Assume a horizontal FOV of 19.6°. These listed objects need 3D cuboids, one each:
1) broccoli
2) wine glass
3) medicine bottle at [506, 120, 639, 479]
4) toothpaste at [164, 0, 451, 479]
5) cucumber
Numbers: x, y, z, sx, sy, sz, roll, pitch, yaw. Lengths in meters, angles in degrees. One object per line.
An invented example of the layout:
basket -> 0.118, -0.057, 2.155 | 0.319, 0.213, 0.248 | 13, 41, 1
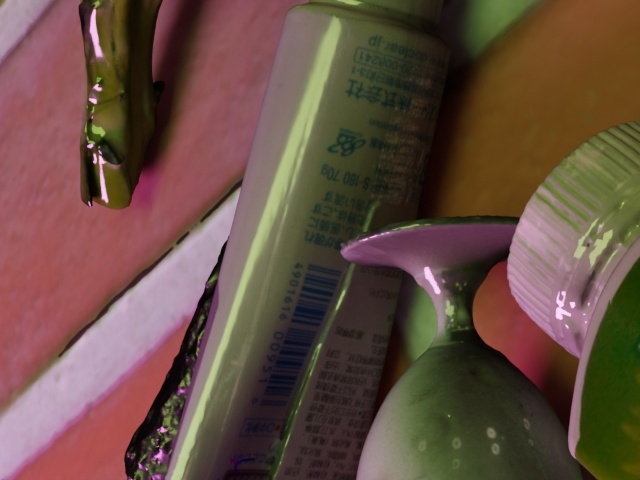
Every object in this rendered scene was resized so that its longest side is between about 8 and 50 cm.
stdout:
broccoli -> -0.094, -0.113, 0.923 | 0.122, 0.118, 0.204 | 20, 120, 16
wine glass -> 0.058, 0.097, 0.726 | 0.093, 0.093, 0.202 | -15, 73, 45
medicine bottle -> 0.155, 0.042, 0.632 | 0.188, 0.088, 0.132 | 43, 117, 40
toothpaste -> 0.000, 0.000, 0.800 | 0.073, 0.114, 0.299 | 14, 90, 45
cucumber -> -0.046, 0.061, 0.871 | 0.053, 0.053, 0.181 | 44, 118, 40
